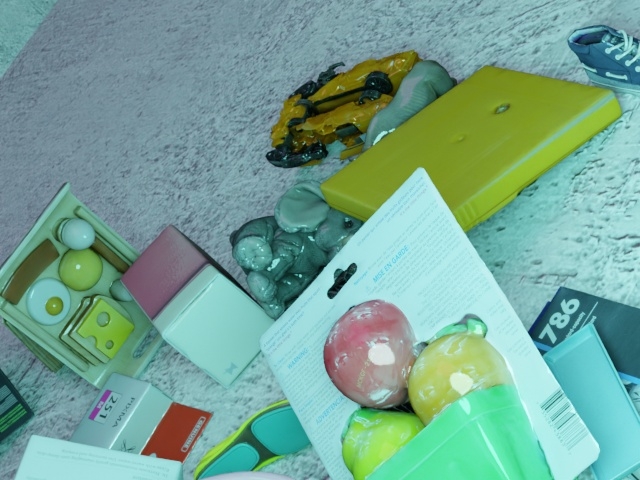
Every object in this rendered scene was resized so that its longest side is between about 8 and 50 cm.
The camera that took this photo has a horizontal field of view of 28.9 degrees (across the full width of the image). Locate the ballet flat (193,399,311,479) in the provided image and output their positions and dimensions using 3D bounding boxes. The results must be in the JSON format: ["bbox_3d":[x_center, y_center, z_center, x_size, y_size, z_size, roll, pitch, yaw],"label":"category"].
[{"bbox_3d":[-0.077,0.259,1.649,0.231,0.077,0.077,-37,16,21],"label":"ballet flat"}]

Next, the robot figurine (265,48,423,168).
[{"bbox_3d":[0.036,-0.202,2.011,0.291,0.085,0.211,-15,44,41],"label":"robot figurine"}]

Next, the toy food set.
[{"bbox_3d":[-0.361,0.083,1.955,0.092,0.306,0.219,10,61,52],"label":"toy food set"}]

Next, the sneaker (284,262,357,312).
[{"bbox_3d":[0.028,0.087,1.640,0.087,0.130,0.227,41,89,19],"label":"sneaker"}]

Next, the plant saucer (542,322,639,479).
[{"bbox_3d":[0.279,0.164,1.247,0.067,0.018,0.192,-38,34,17],"label":"plant saucer"}]

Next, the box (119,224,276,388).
[{"bbox_3d":[-0.186,0.095,1.886,0.127,0.148,0.232,-48,32,-2],"label":"box"}]

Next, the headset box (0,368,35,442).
[{"bbox_3d":[-0.659,0.229,2.205,0.131,0.283,0.246,-40,29,-18],"label":"headset box"}]

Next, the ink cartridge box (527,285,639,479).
[{"bbox_3d":[0.296,0.147,1.321,0.165,0.065,0.333,-56,31,-12],"label":"ink cartridge box"}]

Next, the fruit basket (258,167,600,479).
[{"bbox_3d":[0.103,0.158,1.315,0.327,0.165,0.353,-49,54,34],"label":"fruit basket"}]

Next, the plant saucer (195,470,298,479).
[{"bbox_3d":[-0.128,0.379,1.289,0.332,0.084,0.332,-18,25,9],"label":"plant saucer"}]

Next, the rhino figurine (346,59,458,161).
[{"bbox_3d":[0.122,-0.162,1.838,0.243,0.106,0.073,-53,31,-9],"label":"rhino figurine"}]

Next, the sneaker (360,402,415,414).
[{"bbox_3d":[0.100,0.147,1.505,0.300,0.111,0.121,-4,46,55],"label":"sneaker"}]

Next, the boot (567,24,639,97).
[{"bbox_3d":[0.401,-0.232,1.594,0.190,0.086,0.069,12,64,55],"label":"boot"}]

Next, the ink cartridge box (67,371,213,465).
[{"bbox_3d":[-0.309,0.340,1.852,0.239,0.060,0.275,4,58,54],"label":"ink cartridge box"}]

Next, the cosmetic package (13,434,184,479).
[{"bbox_3d":[-0.314,0.456,1.547,0.217,0.156,0.385,11,53,7],"label":"cosmetic package"}]

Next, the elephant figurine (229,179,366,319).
[{"bbox_3d":[0.000,0.000,1.796,0.239,0.186,0.169,-31,-9,0],"label":"elephant figurine"}]

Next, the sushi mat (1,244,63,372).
[{"bbox_3d":[-0.448,0.121,2.091,0.019,0.316,0.151,27,73,12],"label":"sushi mat"}]

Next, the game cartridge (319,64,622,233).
[{"bbox_3d":[0.195,-0.118,1.668,0.324,0.052,0.285,-37,28,-15],"label":"game cartridge"}]
